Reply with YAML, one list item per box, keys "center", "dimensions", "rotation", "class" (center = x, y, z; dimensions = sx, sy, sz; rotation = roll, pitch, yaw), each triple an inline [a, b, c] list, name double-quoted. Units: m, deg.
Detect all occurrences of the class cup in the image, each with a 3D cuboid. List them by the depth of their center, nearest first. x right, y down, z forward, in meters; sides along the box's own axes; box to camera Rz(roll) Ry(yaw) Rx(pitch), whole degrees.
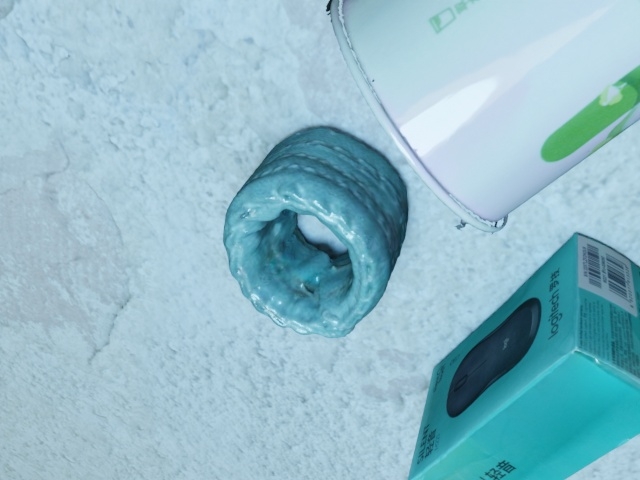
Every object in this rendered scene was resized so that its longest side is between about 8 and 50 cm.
- center: [0.183, -0.176, 0.522]
  dimensions: [0.274, 0.253, 0.253]
  rotation: [-34, 107, 27]
  class: "cup"

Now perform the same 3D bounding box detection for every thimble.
- center: [0.000, 0.000, 0.768]
  dimensions: [0.198, 0.143, 0.235]
  rotation: [-4, 124, 25]
  class: "thimble"

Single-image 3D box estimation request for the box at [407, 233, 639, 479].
- center: [0.238, 0.167, 0.753]
  dimensions: [0.118, 0.205, 0.311]
  rotation: [33, 130, -1]
  class: "box"
